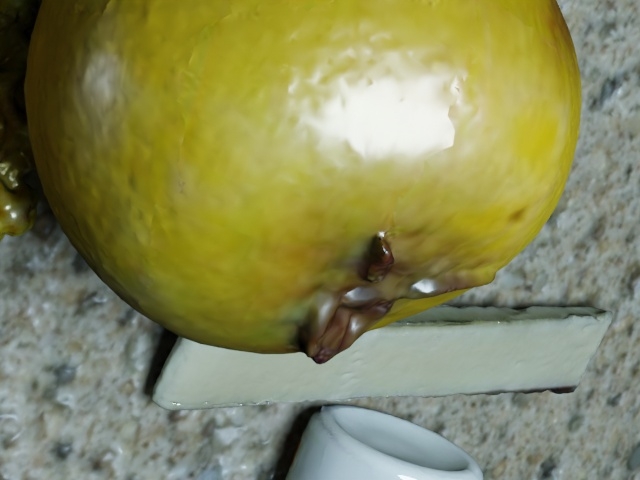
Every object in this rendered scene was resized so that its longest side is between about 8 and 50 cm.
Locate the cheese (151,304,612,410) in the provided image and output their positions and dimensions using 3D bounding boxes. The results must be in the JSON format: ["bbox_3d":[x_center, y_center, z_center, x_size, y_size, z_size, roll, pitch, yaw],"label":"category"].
[{"bbox_3d":[0.059,0.083,1.379,0.400,0.034,0.085,0,125,-36],"label":"cheese"}]

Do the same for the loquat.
[{"bbox_3d":[-0.019,-0.107,1.092,0.328,0.359,0.328,-12,156,-6],"label":"loquat"}]

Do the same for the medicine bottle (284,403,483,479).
[{"bbox_3d":[0.017,0.260,1.375,0.144,0.144,0.252,14,100,-37],"label":"medicine bottle"}]

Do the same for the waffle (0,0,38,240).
[{"bbox_3d":[-0.275,-0.074,1.086,0.253,0.056,0.249,-10,115,-32],"label":"waffle"}]
